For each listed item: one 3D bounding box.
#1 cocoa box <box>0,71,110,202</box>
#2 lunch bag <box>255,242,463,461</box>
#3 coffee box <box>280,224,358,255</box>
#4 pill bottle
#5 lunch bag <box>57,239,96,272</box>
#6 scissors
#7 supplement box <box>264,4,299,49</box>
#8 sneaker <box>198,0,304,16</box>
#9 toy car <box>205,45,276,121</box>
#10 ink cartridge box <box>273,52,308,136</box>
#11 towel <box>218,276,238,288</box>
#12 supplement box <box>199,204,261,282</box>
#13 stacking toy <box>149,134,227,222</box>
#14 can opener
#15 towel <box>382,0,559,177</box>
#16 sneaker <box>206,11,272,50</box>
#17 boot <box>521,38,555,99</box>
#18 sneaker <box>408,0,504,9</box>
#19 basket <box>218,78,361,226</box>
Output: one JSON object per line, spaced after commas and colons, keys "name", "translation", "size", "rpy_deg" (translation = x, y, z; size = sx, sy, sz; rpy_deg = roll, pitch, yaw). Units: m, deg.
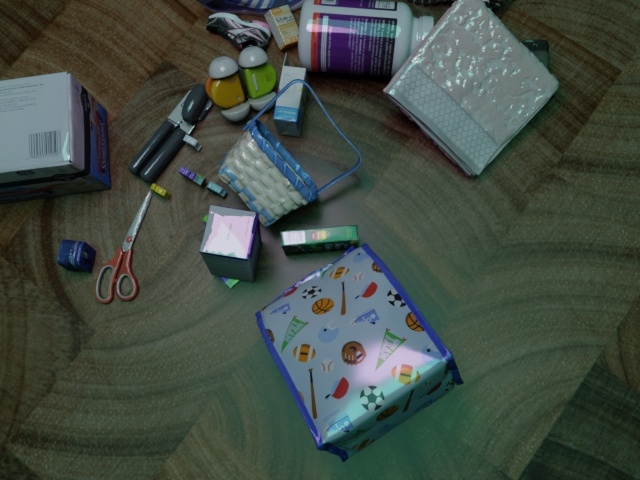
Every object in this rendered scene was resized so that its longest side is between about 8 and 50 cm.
{"name": "cocoa box", "translation": [-0.724, -0.238, 1.433], "size": [0.347, 0.228, 0.231], "rpy_deg": [-7, 79, 1]}
{"name": "lunch bag", "translation": [0.068, 0.223, 1.293], "size": [0.328, 0.239, 0.385], "rpy_deg": [-34, 56, -3]}
{"name": "coffee box", "translation": [0.000, 0.000, 1.408], "size": [0.184, 0.113, 0.040], "rpy_deg": [-5, 77, 0]}
{"name": "pill bottle", "translation": [0.111, -0.505, 1.470], "size": [0.322, 0.181, 0.182], "rpy_deg": [6, 79, 4]}
{"name": "lunch bag", "translation": [-0.592, 0.038, 1.437], "size": [0.065, 0.098, 0.067], "rpy_deg": [5, 74, 1]}
{"name": "scissors", "translation": [-0.495, 0.013, 1.476], "size": [0.109, 0.021, 0.297], "rpy_deg": [5, 80, 6]}
{"name": "supplement box", "translation": [-0.095, -0.558, 1.539], "size": [0.062, 0.036, 0.098], "rpy_deg": [-30, 97, -31]}
{"name": "sneaker", "translation": [-0.175, -0.684, 1.492], "size": [0.322, 0.236, 0.130], "rpy_deg": [-5, 78, 2]}
{"name": "toy car", "translation": [-0.206, -0.403, 1.495], "size": [0.182, 0.159, 0.136], "rpy_deg": [-25, 36, -17]}
{"name": "ink cartridge box", "translation": [-0.070, -0.368, 1.489], "size": [0.061, 0.104, 0.181], "rpy_deg": [8, 79, 4]}
{"name": "towel", "translation": [-0.230, 0.072, 1.457], "size": [0.060, 0.009, 0.083], "rpy_deg": [-43, 80, -7]}
{"name": "supplement box", "translation": [-0.200, 0.013, 1.353], "size": [0.114, 0.220, 0.111], "rpy_deg": [9, 72, 1]}
{"name": "stacking toy", "translation": [-0.297, -0.145, 1.487], "size": [0.221, 0.052, 0.167], "rpy_deg": [30, 83, 6]}
{"name": "can opener", "translation": [-0.382, -0.280, 1.491], "size": [0.076, 0.095, 0.283], "rpy_deg": [32, 75, 9]}
{"name": "towel", "translation": [0.363, -0.367, 1.408], "size": [0.332, 0.053, 0.317], "rpy_deg": [39, 93, -15]}
{"name": "sneaker", "translation": [-0.219, -0.544, 1.551], "size": [0.178, 0.072, 0.077], "rpy_deg": [11, 81, 6]}
{"name": "boot", "translation": [0.467, -0.418, 1.489], "size": [0.246, 0.083, 0.161], "rpy_deg": [-1, 84, 4]}
{"name": "sneaker", "translation": [0.328, -0.707, 1.545], "size": [0.330, 0.130, 0.147], "rpy_deg": [14, 65, 2]}
{"name": "basket", "translation": [-0.082, -0.199, 1.383], "size": [0.289, 0.201, 0.255], "rpy_deg": [-34, 110, 12]}
